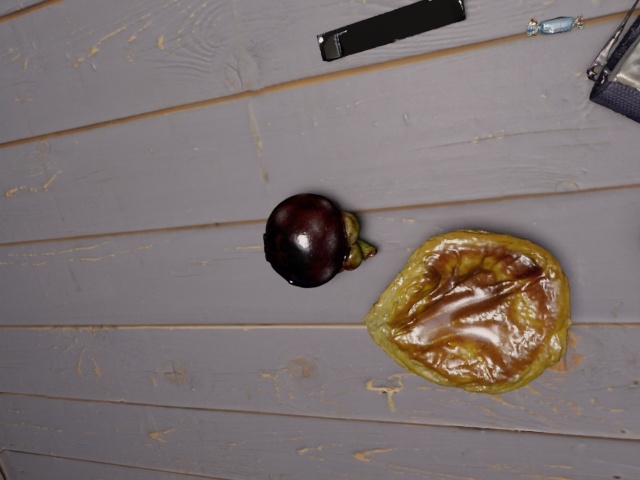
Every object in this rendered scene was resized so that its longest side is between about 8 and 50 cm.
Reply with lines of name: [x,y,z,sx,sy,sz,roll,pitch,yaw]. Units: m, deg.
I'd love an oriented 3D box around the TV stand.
TV stand: [0.121,-0.377,0.787,0.257,0.040,0.048,-8,106,22]

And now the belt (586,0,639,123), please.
belt: [0.493,-0.292,0.632,0.126,0.139,0.230,30,118,6]

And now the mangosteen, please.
mangosteen: [0.000,0.000,0.897,0.231,0.194,0.194,-2,110,-6]

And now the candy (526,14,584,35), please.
candy: [0.379,-0.350,0.717,0.083,0.020,0.030,-3,109,19]

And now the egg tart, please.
egg tart: [0.286,0.133,0.847,0.340,0.153,0.351,29,115,7]
